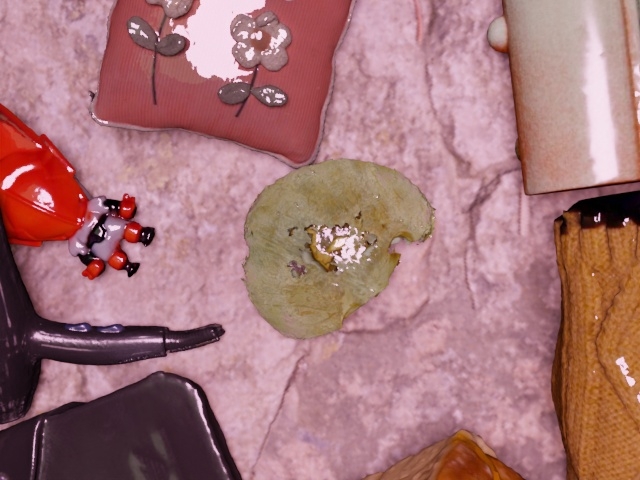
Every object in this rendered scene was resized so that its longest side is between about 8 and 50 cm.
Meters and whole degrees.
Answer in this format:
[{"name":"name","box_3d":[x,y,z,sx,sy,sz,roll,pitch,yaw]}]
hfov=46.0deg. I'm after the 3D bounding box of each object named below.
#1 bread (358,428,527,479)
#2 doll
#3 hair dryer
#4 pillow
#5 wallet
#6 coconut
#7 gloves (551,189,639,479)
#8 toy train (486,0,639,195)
[{"name":"bread","box_3d":[0.062,0.306,0.438,0.207,0.279,0.279,-39,84,32]},{"name":"doll","box_3d":[-0.218,-0.028,0.605,0.169,0.057,0.109,29,99,4]},{"name":"hair dryer","box_3d":[-0.184,0.056,0.596,0.219,0.075,0.196,2,113,-4]},{"name":"pillow","box_3d":[-0.069,-0.151,0.558,0.179,0.075,0.172,13,98,-7]},{"name":"wallet","box_3d":[-0.231,0.248,0.621,0.377,0.051,0.197,-22,89,8]},{"name":"coconut","box_3d":[0.000,0.002,0.573,0.133,0.055,0.158,34,95,5]},{"name":"gloves","box_3d":[0.237,0.129,0.467,0.203,0.155,0.357,-9,112,31]},{"name":"toy train","box_3d":[0.203,-0.157,0.516,0.177,0.116,0.286,-7,92,22]}]
